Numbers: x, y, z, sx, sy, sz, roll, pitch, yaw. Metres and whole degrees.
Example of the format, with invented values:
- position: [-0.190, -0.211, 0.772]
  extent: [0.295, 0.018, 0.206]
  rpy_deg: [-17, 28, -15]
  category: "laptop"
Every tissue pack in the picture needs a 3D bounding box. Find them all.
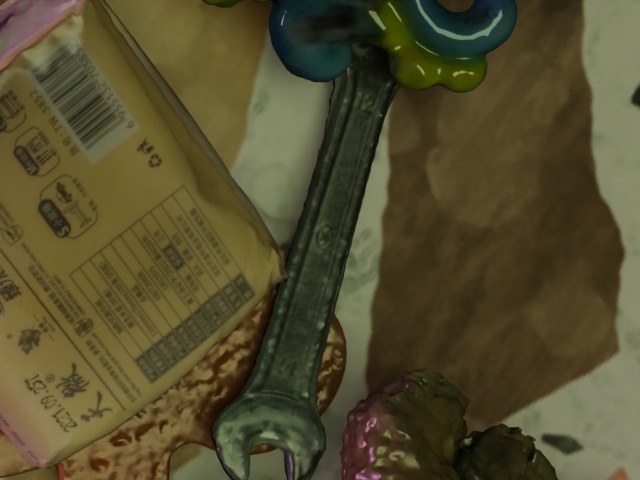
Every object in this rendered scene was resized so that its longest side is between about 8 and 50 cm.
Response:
- position: [-0.140, -0.009, 0.996]
  extent: [0.186, 0.090, 0.222]
  rpy_deg: [-39, 124, -6]
  category: "tissue pack"

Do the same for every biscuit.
- position: [-0.145, 0.075, 1.097]
  extent: [0.324, 0.049, 0.206]
  rpy_deg: [-7, 96, -11]
  category: "biscuit"

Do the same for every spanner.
- position: [0.000, 0.000, 1.103]
  extent: [0.071, 0.017, 0.302]
  rpy_deg: [18, 76, -14]
  category: "spanner"

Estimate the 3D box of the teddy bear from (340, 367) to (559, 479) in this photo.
- position: [0.099, 0.225, 1.092]
  extent: [0.256, 0.156, 0.267]
  rpy_deg: [16, 94, -52]
  category: "teddy bear"

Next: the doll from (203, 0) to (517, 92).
- position: [0.030, -0.258, 1.057]
  extent: [0.346, 0.099, 0.341]
  rpy_deg: [15, 103, -1]
  category: "doll"
